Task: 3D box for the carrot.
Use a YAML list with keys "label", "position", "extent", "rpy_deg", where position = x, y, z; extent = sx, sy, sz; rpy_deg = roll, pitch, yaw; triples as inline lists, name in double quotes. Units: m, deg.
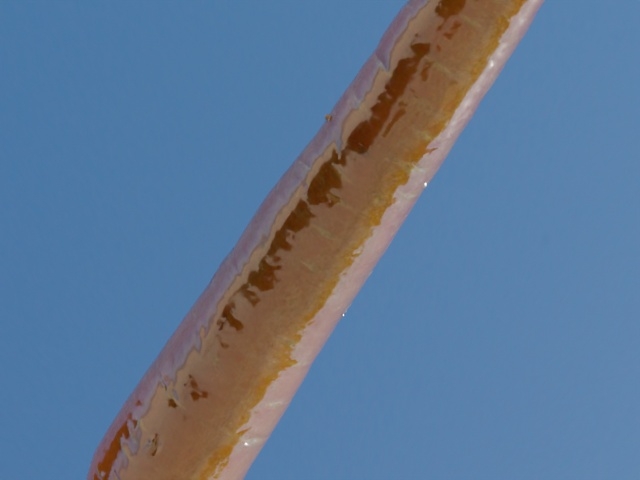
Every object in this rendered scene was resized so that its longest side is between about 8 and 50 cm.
- label: "carrot"
  position: [0.000, 0.000, 0.526]
  extent: [0.043, 0.043, 0.248]
  rpy_deg: [38, -68, 9]
